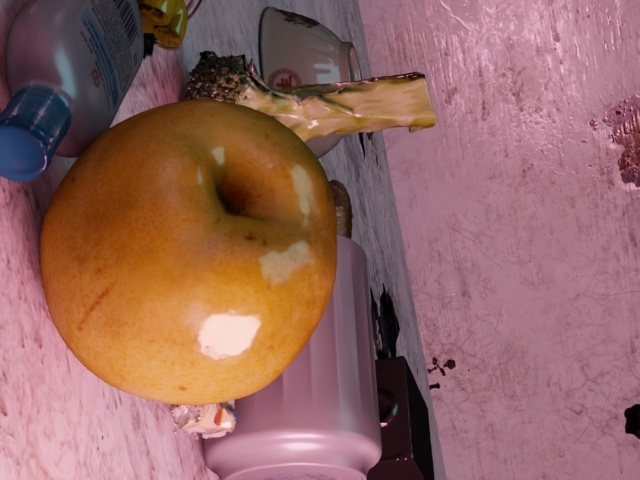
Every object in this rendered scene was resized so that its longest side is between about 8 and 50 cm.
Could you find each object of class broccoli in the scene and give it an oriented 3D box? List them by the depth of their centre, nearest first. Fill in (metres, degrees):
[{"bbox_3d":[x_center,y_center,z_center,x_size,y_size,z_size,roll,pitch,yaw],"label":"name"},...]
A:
[{"bbox_3d":[-0.024,-0.181,1.607,0.252,0.361,0.221,132,-47,-55],"label":"broccoli"}]

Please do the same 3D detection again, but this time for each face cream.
[{"bbox_3d":[-0.257,-0.172,1.120,0.336,0.080,0.163,-81,160,-54],"label":"face cream"}]

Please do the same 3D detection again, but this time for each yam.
[{"bbox_3d":[-0.002,0.000,2.096,0.128,0.129,0.238,25,48,-32],"label":"yam"}]

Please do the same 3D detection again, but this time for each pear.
[{"bbox_3d":[-0.125,0.012,1.088,0.314,0.314,0.314,-8,90,-78],"label":"pear"}]

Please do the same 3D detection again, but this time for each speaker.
[{"bbox_3d":[0.039,0.320,1.752,0.232,0.254,0.184,64,21,-57],"label":"speaker"}]

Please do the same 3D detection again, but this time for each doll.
[{"bbox_3d":[-0.205,-0.345,1.347,0.143,0.135,0.221,59,38,-56],"label":"doll"}]

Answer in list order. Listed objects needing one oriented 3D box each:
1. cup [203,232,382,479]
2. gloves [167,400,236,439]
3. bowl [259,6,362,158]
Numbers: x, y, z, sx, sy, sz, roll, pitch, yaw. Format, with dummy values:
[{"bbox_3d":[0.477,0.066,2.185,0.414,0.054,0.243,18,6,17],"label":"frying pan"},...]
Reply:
[{"bbox_3d":[-0.053,0.193,1.552,0.323,0.237,0.327,120,-30,-60],"label":"cup"},{"bbox_3d":[-0.157,0.168,1.375,0.114,0.070,0.153,26,51,-48],"label":"gloves"},{"bbox_3d":[-0.002,-0.311,2.213,0.337,0.157,0.337,-7,90,-77],"label":"bowl"}]
